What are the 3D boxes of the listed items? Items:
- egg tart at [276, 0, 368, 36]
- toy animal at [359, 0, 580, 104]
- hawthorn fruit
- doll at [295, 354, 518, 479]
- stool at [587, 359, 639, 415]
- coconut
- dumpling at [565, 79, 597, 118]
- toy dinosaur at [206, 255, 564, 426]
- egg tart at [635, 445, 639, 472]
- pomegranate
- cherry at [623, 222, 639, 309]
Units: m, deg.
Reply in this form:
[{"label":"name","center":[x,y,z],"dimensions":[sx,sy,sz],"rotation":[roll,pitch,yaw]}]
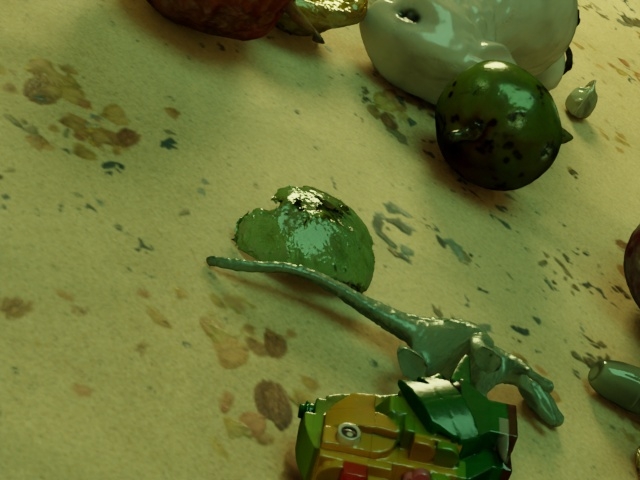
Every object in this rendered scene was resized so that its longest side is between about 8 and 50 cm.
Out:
[{"label":"egg tart","center":[-0.029,-0.313,1.684],"dimensions":[0.191,0.074,0.191],"rotation":[18,40,-16]},{"label":"toy animal","center":[0.208,-0.274,1.803],"dimensions":[0.357,0.194,0.258],"rotation":[-38,99,-43]},{"label":"hawthorn fruit","center":[-0.082,-0.306,1.512],"dimensions":[0.243,0.207,0.207],"rotation":[41,30,-3]},{"label":"doll","center":[0.069,0.160,1.085],"dimensions":[0.186,0.106,0.134],"rotation":[-6,41,-27]},{"label":"stool","center":[0.420,0.122,1.373],"dimensions":[0.198,0.195,0.195],"rotation":[35,-14,-18]},{"label":"coconut","center":[0.001,-0.005,1.306],"dimensions":[0.133,0.055,0.158],"rotation":[38,31,8]},{"label":"dumpling","center":[0.385,-0.208,1.975],"dimensions":[0.043,0.059,0.077],"rotation":[37,25,24]},{"label":"toy dinosaur","center":[0.088,0.087,1.223],"dimensions":[0.383,0.076,0.129],"rotation":[31,-2,-19]},{"label":"egg tart","center":[0.360,0.232,1.340],"dimensions":[0.105,0.039,0.105],"rotation":[27,30,-17]},{"label":"pomegranate","center":[0.217,-0.127,1.636],"dimensions":[0.156,0.156,0.220],"rotation":[48,1,21]},{"label":"cherry","center":[0.479,0.043,1.575],"dimensions":[0.300,0.203,0.230],"rotation":[55,29,6]}]
